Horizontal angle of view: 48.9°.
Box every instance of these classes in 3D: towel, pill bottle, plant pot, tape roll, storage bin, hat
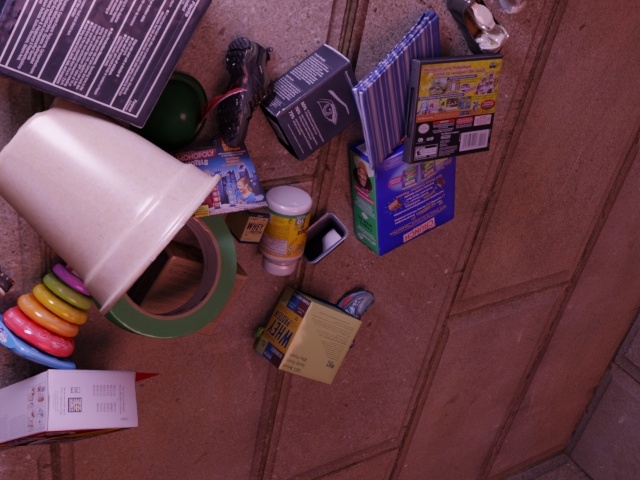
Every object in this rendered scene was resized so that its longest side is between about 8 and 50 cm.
[{"bbox_3d":[0.191,-0.359,1.669,0.336,0.040,0.243,-49,145,-26],"label":"towel"},{"bbox_3d":[-0.091,-0.020,1.747,0.118,0.117,0.208,-11,129,-31],"label":"pill bottle"},{"bbox_3d":[-0.404,-0.088,1.279,0.305,0.334,0.334,40,96,-10],"label":"plant pot"},{"bbox_3d":[-0.339,0.049,1.521,0.321,0.077,0.321,1,88,-33],"label":"tape roll"},{"bbox_3d":[0.000,0.000,1.864,0.135,0.098,0.091,-39,166,-5],"label":"storage bin"},{"bbox_3d":[-0.267,-0.227,1.393,0.173,0.183,0.208,-15,131,-28],"label":"hat"}]

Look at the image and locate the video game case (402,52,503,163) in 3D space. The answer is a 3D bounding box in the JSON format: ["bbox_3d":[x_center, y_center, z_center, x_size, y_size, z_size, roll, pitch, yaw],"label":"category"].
[{"bbox_3d":[0.325,-0.326,1.729,0.275,0.035,0.248,-13,119,-31],"label":"video game case"}]

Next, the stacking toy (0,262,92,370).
[{"bbox_3d":[-0.540,0.113,1.506,0.301,0.175,0.166,-55,141,-4],"label":"stacking toy"}]

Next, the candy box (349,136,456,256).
[{"bbox_3d":[0.224,-0.149,1.881,0.268,0.122,0.317,-26,134,-21],"label":"candy box"}]

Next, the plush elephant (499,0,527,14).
[{"bbox_3d":[0.502,-0.664,1.573,0.330,0.255,0.271,23,107,-46],"label":"plush elephant"}]

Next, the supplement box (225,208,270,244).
[{"bbox_3d":[-0.176,-0.048,1.684,0.056,0.083,0.083,4,119,-41],"label":"supplement box"}]

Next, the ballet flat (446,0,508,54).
[{"bbox_3d":[0.397,-0.518,1.732,0.095,0.096,0.280,-52,138,7],"label":"ballet flat"}]

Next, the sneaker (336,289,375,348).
[{"bbox_3d":[0.081,0.267,2.106,0.262,0.125,0.104,-47,139,4],"label":"sneaker"}]

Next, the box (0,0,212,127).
[{"bbox_3d":[-0.383,-0.389,1.173,0.294,0.182,0.296,18,112,-43],"label":"box"}]

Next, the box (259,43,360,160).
[{"bbox_3d":[-0.016,-0.308,1.576,0.207,0.108,0.153,-38,139,-7],"label":"box"}]

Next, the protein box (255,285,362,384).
[{"bbox_3d":[-0.033,0.264,1.958,0.200,0.136,0.201,25,92,-37],"label":"protein box"}]

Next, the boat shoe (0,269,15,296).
[{"bbox_3d":[-0.671,0.056,1.422,0.042,0.049,0.133,-55,138,-30],"label":"boat shoe"}]

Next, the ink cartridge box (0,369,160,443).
[{"bbox_3d":[-0.551,0.381,1.593,0.272,0.130,0.310,11,155,-43],"label":"ink cartridge box"}]

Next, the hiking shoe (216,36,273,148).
[{"bbox_3d":[-0.144,-0.302,1.473,0.114,0.086,0.226,1,104,-45],"label":"hiking shoe"}]

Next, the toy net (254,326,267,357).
[{"bbox_3d":[-0.086,0.252,2.034,0.232,0.045,0.122,-24,118,-24],"label":"toy net"}]

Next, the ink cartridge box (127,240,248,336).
[{"bbox_3d":[-0.323,0.116,1.701,0.235,0.088,0.193,21,110,-45],"label":"ink cartridge box"}]

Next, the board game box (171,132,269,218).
[{"bbox_3d":[-0.223,-0.153,1.520,0.194,0.060,0.194,-10,95,-25],"label":"board game box"}]
